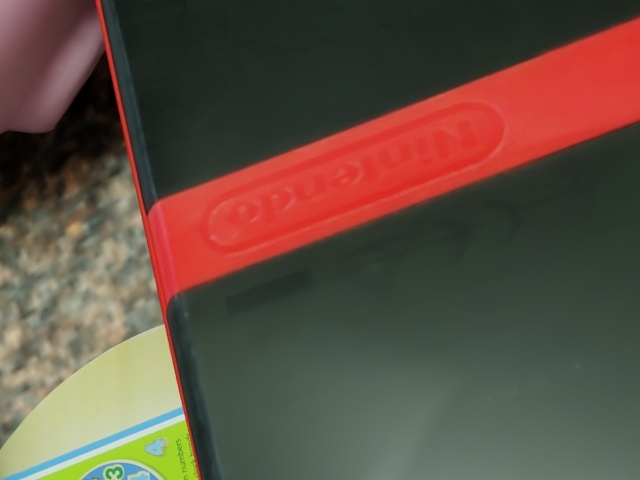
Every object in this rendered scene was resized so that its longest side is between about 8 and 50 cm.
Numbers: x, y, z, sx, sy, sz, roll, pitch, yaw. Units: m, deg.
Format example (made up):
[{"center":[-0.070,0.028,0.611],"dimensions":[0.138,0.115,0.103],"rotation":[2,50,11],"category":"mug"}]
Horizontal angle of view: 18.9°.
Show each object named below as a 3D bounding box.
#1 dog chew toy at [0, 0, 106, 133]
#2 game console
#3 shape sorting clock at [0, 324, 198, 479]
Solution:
[{"center":[-0.213,-0.141,0.600],"dimensions":[0.332,0.206,0.206],"rotation":[33,85,-8],"category":"dog chew toy"},{"center":[0.141,-0.038,0.440],"dimensions":[0.386,0.060,0.342],"rotation":[-20,51,7],"category":"game console"},{"center":[-0.030,0.121,0.546],"dimensions":[0.206,0.040,0.206],"rotation":[-8,69,23],"category":"shape sorting clock"}]
